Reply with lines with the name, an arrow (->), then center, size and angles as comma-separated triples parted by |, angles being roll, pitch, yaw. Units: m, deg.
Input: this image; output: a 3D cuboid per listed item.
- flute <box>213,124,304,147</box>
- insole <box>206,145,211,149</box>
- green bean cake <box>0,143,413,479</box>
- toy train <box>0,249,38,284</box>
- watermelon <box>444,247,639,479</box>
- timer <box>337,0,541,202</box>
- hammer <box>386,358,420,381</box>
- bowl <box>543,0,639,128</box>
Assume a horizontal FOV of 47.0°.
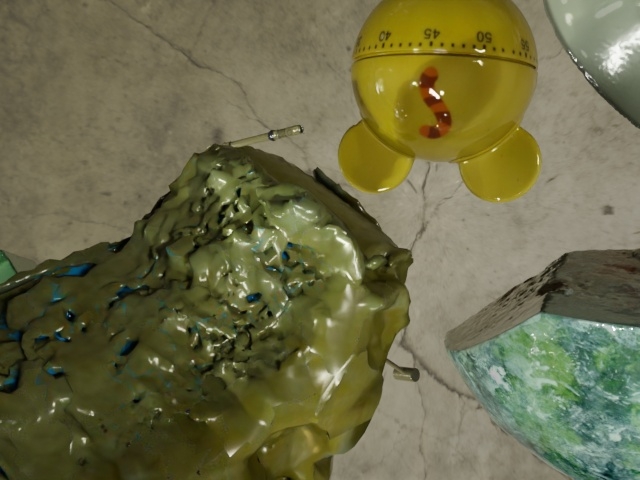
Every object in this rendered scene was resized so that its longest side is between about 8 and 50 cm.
flute -> -0.136, -0.217, 1.581 | 0.233, 0.027, 0.027 | -8, 92, 31
insole -> -0.169, -0.074, 1.292 | 0.004, 0.065, 0.197 | -13, 82, -32
green bean cake -> -0.098, 0.093, 0.384 | 0.202, 0.310, 0.285 | 40, 115, 27
toy train -> -0.430, 0.152, 0.920 | 0.266, 0.145, 0.202 | -32, 85, -8
watermelon -> 0.299, 0.110, 0.792 | 0.228, 0.387, 0.258 | 44, 72, -4
timer -> 0.221, -0.269, 1.359 | 0.375, 0.376, 0.387 | 3, 97, 8
hammer -> 0.085, 0.159, 0.980 | 0.110, 0.035, 0.019 | 35, 66, -30
bowl -> 0.412, -0.240, 0.796 | 0.157, 0.337, 0.337 | -42, 87, 2
